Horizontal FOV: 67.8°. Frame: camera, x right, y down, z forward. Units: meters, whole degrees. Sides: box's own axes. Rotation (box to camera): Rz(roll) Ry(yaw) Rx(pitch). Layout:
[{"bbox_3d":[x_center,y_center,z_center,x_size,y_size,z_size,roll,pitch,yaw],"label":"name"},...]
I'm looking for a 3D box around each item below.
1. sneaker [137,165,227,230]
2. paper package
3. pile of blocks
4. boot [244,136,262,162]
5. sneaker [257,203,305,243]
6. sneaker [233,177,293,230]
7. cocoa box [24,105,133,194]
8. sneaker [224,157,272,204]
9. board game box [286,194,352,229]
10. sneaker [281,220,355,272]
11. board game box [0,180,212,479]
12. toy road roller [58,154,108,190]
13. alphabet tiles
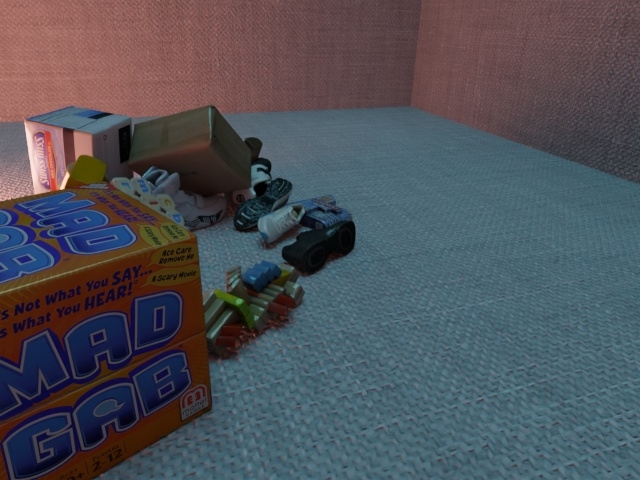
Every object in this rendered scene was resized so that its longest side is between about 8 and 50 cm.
[{"bbox_3d":[-0.458,-0.143,1.576,0.137,0.211,0.365,20,31,33],"label":"sneaker"},{"bbox_3d":[-0.438,-0.287,1.650,0.324,0.309,0.168,-9,66,17],"label":"paper package"},{"bbox_3d":[-0.138,0.132,1.091,0.112,0.149,0.362,16,28,28],"label":"pile of blocks"},{"bbox_3d":[-0.383,-0.314,1.926,0.283,0.220,0.109,-19,63,-44],"label":"boot"},{"bbox_3d":[-0.127,-0.065,1.549,0.092,0.088,0.229,-22,15,28],"label":"sneaker"},{"bbox_3d":[-0.195,-0.108,1.673,0.100,0.108,0.271,33,52,19],"label":"sneaker"},{"bbox_3d":[-0.774,-0.235,1.565,0.227,0.348,0.231,12,28,5],"label":"cocoa box"},{"bbox_3d":[-0.238,-0.224,1.882,0.146,0.123,0.331,10,36,15],"label":"sneaker"},{"bbox_3d":[0.012,-0.104,1.703,0.194,0.060,0.194,22,33,36],"label":"board game box"},{"bbox_3d":[0.000,0.000,1.438,0.130,0.109,0.286,14,25,38],"label":"sneaker"},{"bbox_3d":[-0.441,0.143,0.805,0.356,0.357,0.356,-22,33,-40],"label":"board game box"},{"bbox_3d":[-0.627,-0.061,1.349,0.240,0.203,0.330,21,30,-29],"label":"toy road roller"},{"bbox_3d":[-0.473,-0.049,1.330,0.021,0.284,0.278,-32,-4,20],"label":"alphabet tiles"}]
